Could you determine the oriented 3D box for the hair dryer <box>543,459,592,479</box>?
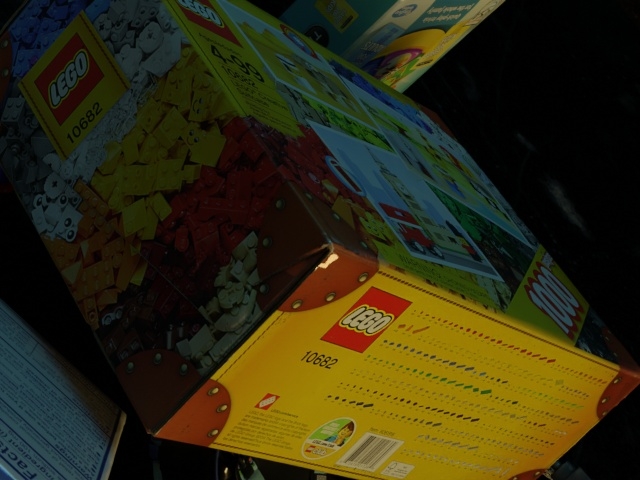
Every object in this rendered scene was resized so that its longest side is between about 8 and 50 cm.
[{"bbox_3d":[0.142,0.215,1.546,0.293,0.223,0.080,42,67,9],"label":"hair dryer"}]

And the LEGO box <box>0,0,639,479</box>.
[{"bbox_3d":[0.000,0.000,1.274,0.500,0.193,0.372,23,27,-52],"label":"LEGO box"}]

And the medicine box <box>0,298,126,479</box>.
[{"bbox_3d":[-0.279,0.112,0.996,0.263,0.149,0.289,44,5,-8],"label":"medicine box"}]

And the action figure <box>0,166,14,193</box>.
[{"bbox_3d":[-0.292,-0.061,1.289,0.091,0.139,0.280,44,29,-11],"label":"action figure"}]

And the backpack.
[{"bbox_3d":[-0.061,0.233,1.271,0.158,0.116,0.173,-10,96,-53],"label":"backpack"}]

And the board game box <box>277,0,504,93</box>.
[{"bbox_3d":[0.014,-0.178,1.595,0.079,0.336,0.253,56,32,11],"label":"board game box"}]

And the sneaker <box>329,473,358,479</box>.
[{"bbox_3d":[0.085,0.264,1.464,0.290,0.106,0.123,44,58,-14],"label":"sneaker"}]
